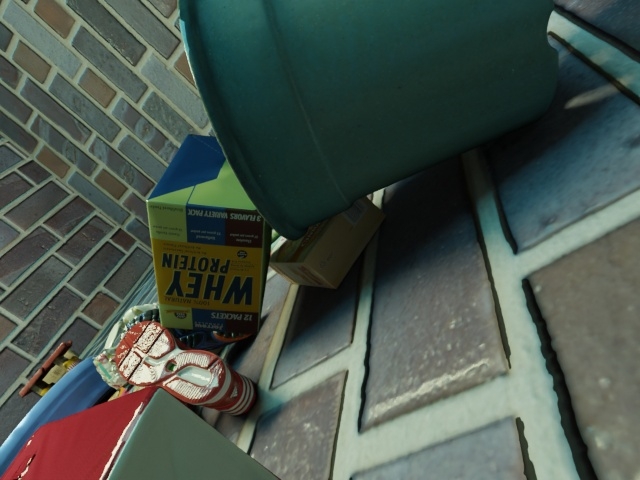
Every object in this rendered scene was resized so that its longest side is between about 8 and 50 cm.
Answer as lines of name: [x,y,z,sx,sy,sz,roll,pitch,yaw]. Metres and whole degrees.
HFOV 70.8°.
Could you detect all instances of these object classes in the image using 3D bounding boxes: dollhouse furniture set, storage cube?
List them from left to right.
dollhouse furniture set: [-0.669,0.393,1.270,0.152,0.201,0.374,-54,13,-19]
storage cube: [-0.147,0.251,0.329,0.193,0.215,0.184,-27,26,33]

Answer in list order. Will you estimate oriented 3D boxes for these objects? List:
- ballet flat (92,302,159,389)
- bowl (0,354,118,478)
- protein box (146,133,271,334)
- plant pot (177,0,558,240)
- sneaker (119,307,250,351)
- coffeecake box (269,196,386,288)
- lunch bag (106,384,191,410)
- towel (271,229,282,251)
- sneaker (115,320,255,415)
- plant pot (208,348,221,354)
ballet flat: [-0.320,0.159,0.794,0.091,0.077,0.241,-43,15,12]
bowl: [-0.512,0.414,0.860,0.391,0.077,0.391,-60,3,5]
protein box: [-0.140,-0.013,0.638,0.200,0.135,0.201,-90,7,-55]
plant pot: [0.068,-0.212,0.551,0.333,0.341,0.341,-18,25,11]
sneaker: [-0.216,0.159,0.752,0.087,0.221,0.083,-52,45,50]
coffeecake box: [0.000,0.000,0.737,0.142,0.068,0.185,-54,18,-18]
lunch bag: [-0.284,0.305,0.666,0.258,0.120,0.293,-51,18,-14]
towel: [-0.128,-0.053,1.123,0.374,0.090,0.321,-37,18,31]
sneaker: [-0.183,0.191,0.626,0.221,0.128,0.087,15,62,39]
plant pot: [-0.246,0.189,0.861,0.109,0.096,0.109,-48,19,-2]
